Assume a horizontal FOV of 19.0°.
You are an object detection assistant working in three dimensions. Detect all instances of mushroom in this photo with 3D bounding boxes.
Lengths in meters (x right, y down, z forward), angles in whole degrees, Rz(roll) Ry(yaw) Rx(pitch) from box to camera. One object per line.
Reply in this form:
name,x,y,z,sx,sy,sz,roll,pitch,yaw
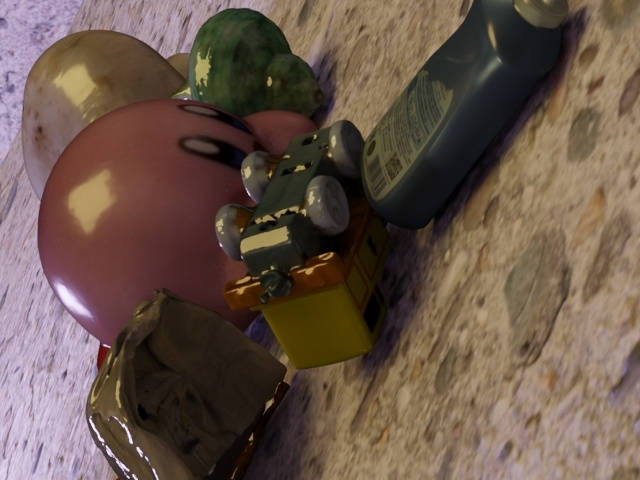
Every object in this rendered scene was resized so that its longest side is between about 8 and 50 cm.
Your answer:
mushroom,-0.184,-0.113,1.977,0.243,0.243,0.243,-57,19,32

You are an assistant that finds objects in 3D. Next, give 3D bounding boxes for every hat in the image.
hat,-0.133,0.166,1.407,0.244,0.149,0.214,-51,1,25

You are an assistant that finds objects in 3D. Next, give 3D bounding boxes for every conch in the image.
conch,-0.074,-0.121,1.731,0.188,0.122,0.176,151,130,-70

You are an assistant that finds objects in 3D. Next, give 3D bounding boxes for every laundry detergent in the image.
laundry detergent,0.098,-0.099,1.253,0.206,0.061,0.096,-52,19,41

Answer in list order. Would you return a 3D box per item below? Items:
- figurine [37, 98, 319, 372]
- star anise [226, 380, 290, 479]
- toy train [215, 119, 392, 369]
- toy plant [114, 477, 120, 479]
figurine,-0.136,0.003,1.593,0.261,0.211,0.269,-57,20,33
star anise,-0.047,0.192,1.325,0.190,0.070,0.097,-69,14,-15
toy train,0.000,0.000,1.333,0.089,0.127,0.219,-16,26,23
toy plant,-0.178,0.296,1.563,0.240,0.088,0.154,-61,15,8
